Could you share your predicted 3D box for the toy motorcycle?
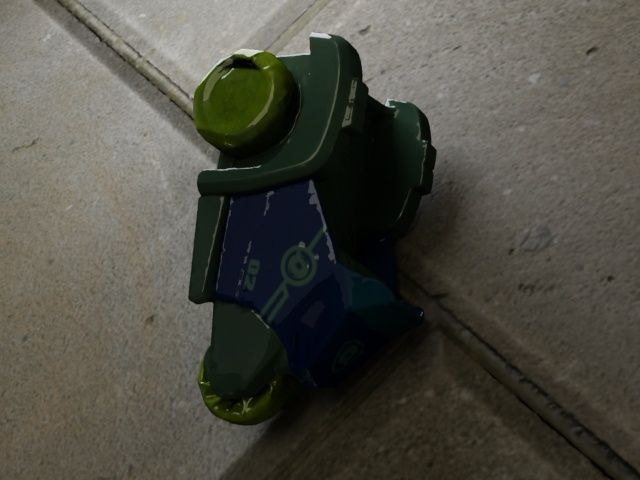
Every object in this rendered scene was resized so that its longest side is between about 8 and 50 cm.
[{"bbox_3d":[0.000,0.000,1.340,0.200,0.191,0.326,-4,69,29],"label":"toy motorcycle"}]
